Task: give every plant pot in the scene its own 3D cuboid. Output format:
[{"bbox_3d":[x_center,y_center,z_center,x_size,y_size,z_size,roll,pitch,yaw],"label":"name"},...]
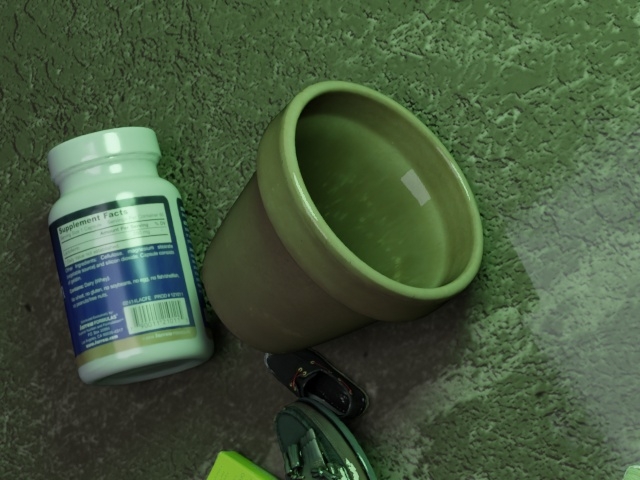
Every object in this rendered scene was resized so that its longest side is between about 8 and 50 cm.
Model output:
[{"bbox_3d":[0.000,0.000,2.040,0.229,0.263,0.263,-39,70,38],"label":"plant pot"}]

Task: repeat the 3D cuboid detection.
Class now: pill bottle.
[{"bbox_3d":[-0.215,0.018,2.173,0.153,0.153,0.264,-17,79,24],"label":"pill bottle"}]

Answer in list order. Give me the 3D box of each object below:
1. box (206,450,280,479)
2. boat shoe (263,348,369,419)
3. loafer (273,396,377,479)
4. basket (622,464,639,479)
[{"bbox_3d":[-0.055,0.317,2.136,0.178,0.042,0.109,30,100,24],"label":"box"},{"bbox_3d":[-0.010,0.150,2.127,0.133,0.042,0.049,30,103,26],"label":"boat shoe"},{"bbox_3d":[0.015,0.277,2.034,0.267,0.084,0.096,57,141,27],"label":"loafer"},{"bbox_3d":[0.320,0.316,1.912,0.113,0.103,0.167,20,95,15],"label":"basket"}]
